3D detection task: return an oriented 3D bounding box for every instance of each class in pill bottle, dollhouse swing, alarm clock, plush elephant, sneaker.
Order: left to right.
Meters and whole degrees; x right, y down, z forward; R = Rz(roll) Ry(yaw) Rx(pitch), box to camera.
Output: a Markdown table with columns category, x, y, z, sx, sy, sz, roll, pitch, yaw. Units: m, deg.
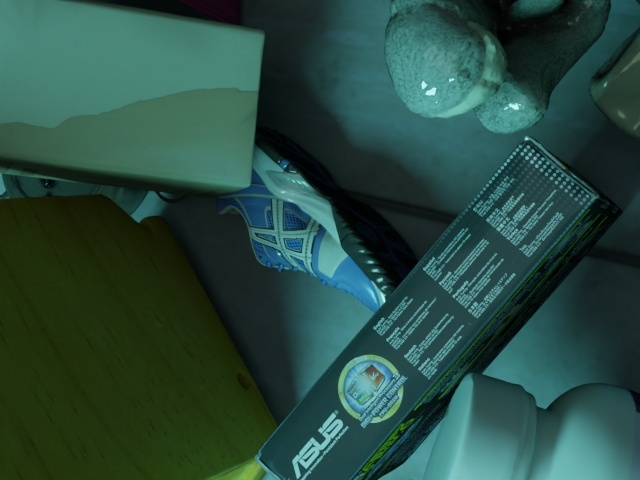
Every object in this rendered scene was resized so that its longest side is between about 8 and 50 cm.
| category | x | y | z | sx | sy | sz | roll | pitch | yaw |
| --- | --- | --- | --- | --- | --- | --- | --- | --- | --- |
| dollhouse swing | -0.256 | 0.180 | 0.844 | 0.305 | 0.347 | 0.315 | -35 | 78 | 26 |
| alarm clock | -0.196 | -0.067 | 0.972 | 0.192 | 0.064 | 0.129 | 12 | 92 | 16 |
| sneaker | 0.000 | 0.000 | 0.898 | 0.211 | 0.080 | 0.081 | 45 | 109 | 25 |
| plush elephant | 0.184 | -0.199 | 0.706 | 0.255 | 0.330 | 0.272 | -5 | 84 | 15 |
| pill bottle | 0.219 | 0.191 | 0.726 | 0.301 | 0.169 | 0.169 | 19 | 95 | 1 |

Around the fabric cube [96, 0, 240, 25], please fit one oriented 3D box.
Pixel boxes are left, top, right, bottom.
| category | x | y | z | sx | sy | sz | roll | pitch | yaw |
| --- | --- | --- | --- | --- | --- | --- | --- | --- | --- |
| fabric cube | -0.220 | -0.308 | 0.880 | 0.254 | 0.259 | 0.258 | 2 | 89 | 20 |

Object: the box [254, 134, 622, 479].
| category | x | y | z | sx | sy | sz | roll | pitch | yaw |
| --- | --- | --- | --- | --- | --- | --- | --- | --- | --- |
| box | 0.094 | 0.058 | 0.785 | 0.060 | 0.216 | 0.270 | 42 | 102 | 16 |

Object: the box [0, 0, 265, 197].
| category | x | y | z | sx | sy | sz | roll | pitch | yaw |
| --- | --- | --- | --- | --- | --- | --- | --- | --- | --- |
| box | -0.211 | -0.111 | 0.835 | 0.311 | 0.148 | 0.121 | 6 | 87 | -17 |
